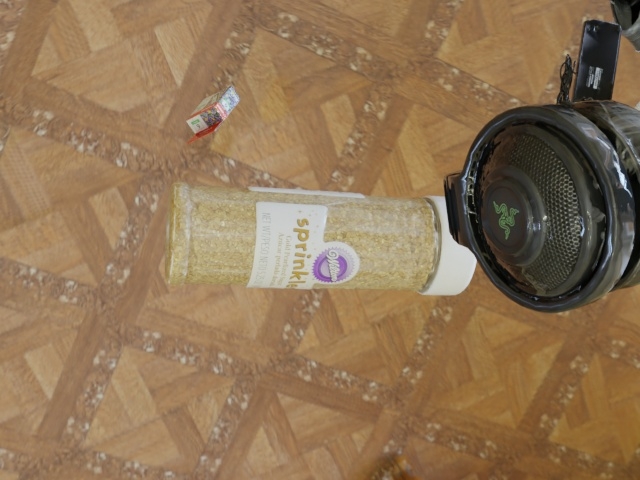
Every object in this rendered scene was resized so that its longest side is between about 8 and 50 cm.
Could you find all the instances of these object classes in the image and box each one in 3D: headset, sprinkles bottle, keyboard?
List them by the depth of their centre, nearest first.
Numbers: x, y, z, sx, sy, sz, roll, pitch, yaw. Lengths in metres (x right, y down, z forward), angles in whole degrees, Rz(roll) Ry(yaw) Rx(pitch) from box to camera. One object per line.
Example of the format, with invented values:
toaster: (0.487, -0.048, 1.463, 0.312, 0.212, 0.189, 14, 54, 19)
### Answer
headset: (0.213, -0.060, 0.499, 0.244, 0.394, 0.185, -9, 98, -3)
sprinkles bottle: (0.000, 0.000, 0.937, 0.356, 0.121, 0.121, 3, 108, -14)
keyboard: (0.433, -0.267, 1.312, 0.100, 0.038, 0.192, 9, 90, -16)

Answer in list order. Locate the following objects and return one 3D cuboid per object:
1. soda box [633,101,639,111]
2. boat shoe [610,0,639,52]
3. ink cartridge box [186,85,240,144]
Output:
soda box: (0.549, -0.194, 1.283, 0.216, 0.069, 0.074, -48, 138, -5)
boat shoe: (0.572, -0.460, 1.453, 0.102, 0.301, 0.108, 25, 144, -20)
ink cartridge box: (-0.176, -0.199, 1.262, 0.063, 0.115, 0.029, -20, 117, 29)
